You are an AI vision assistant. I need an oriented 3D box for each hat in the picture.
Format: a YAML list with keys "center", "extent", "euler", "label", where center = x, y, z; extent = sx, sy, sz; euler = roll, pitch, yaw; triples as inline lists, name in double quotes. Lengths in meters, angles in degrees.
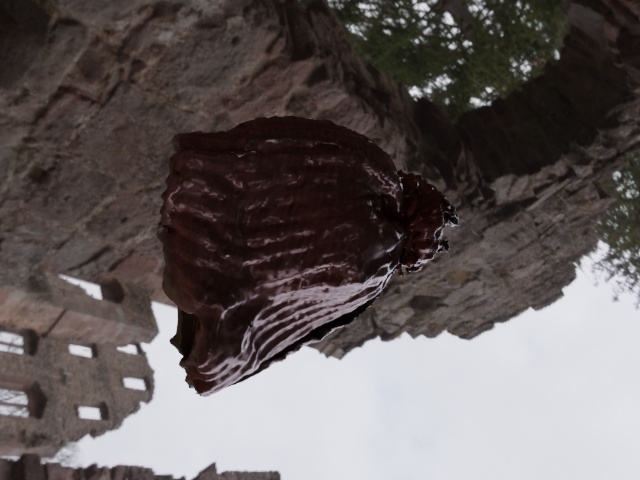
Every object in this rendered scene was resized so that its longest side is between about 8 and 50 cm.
- center: [0.000, 0.000, 0.469]
  extent: [0.107, 0.286, 0.236]
  euler: [43, -40, 43]
  label: "hat"
